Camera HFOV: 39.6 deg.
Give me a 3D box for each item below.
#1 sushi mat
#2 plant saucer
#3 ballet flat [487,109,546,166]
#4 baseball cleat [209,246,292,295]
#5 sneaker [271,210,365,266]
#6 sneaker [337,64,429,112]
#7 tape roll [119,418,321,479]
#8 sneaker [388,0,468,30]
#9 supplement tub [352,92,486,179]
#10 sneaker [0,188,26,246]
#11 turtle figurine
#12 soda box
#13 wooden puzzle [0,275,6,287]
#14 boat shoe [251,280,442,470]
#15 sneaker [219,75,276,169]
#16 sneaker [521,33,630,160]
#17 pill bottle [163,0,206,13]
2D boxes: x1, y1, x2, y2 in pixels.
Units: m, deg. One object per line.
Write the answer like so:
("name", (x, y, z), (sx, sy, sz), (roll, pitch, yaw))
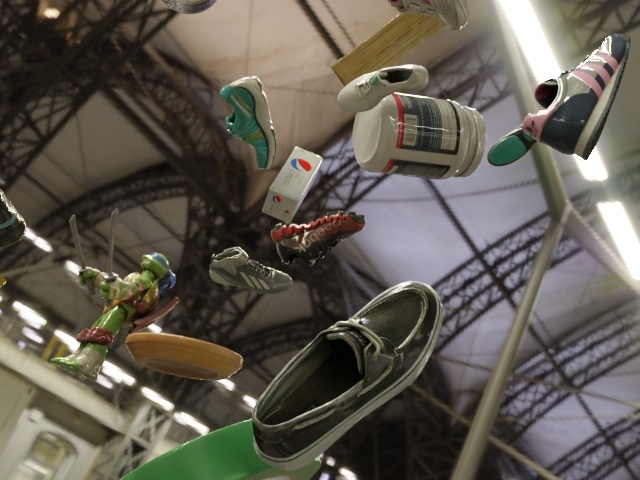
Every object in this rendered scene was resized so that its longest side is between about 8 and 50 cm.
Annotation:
("sushi mat", (0.176, -0.493, 2.231), (0.019, 0.316, 0.151), (55, 4, 32))
("plant saucer", (-0.230, 0.199, 1.488), (0.200, 0.037, 0.200), (8, -20, 3))
("ballet flat", (0.526, -0.264, 2.332), (0.072, 0.213, 0.068), (54, 2, -5))
("baseball cleat", (-0.167, 0.074, 2.164), (0.206, 0.072, 0.109), (5, -49, -6))
("sneaker", (0.000, 0.000, 2.489), (0.276, 0.135, 0.097), (-14, -16, 14))
("sneaker", (0.124, -0.340, 1.934), (0.212, 0.080, 0.094), (-17, -6, 23))
("tape roll", (-0.158, 0.361, 1.299), (0.321, 0.321, 0.077), (86, -20, -66))
("sneaker", (0.197, -0.509, 1.832), (0.252, 0.111, 0.103), (36, -2, -22))
("supplement tub", (0.230, -0.244, 2.092), (0.272, 0.191, 0.191), (4, -13, -23))
("sneaker", (-0.663, -0.088, 1.736), (0.267, 0.101, 0.106), (30, -33, 37))
("turtle figurine", (-0.412, 0.102, 1.608), (0.198, 0.266, 0.274), (13, -23, 34))
("soda box", (-0.064, -0.132, 2.068), (0.074, 0.216, 0.069), (23, -53, 2))
("wooden puzzle", (-0.600, 0.082, 1.505), (0.078, 0.116, 0.014), (44, -27, 7))
("boat shoe", (0.045, 0.162, 1.165), (0.121, 0.335, 0.119), (34, -26, 25))
("sneaker", (-0.171, -0.280, 2.135), (0.110, 0.107, 0.275), (-14, -42, -1))
("sneaker", (0.448, -0.272, 1.540), (0.131, 0.319, 0.112), (20, -42, 16))
("pill bottle", (-0.269, -0.560, 1.828), (0.153, 0.153, 0.265), (30, 1, -10))
